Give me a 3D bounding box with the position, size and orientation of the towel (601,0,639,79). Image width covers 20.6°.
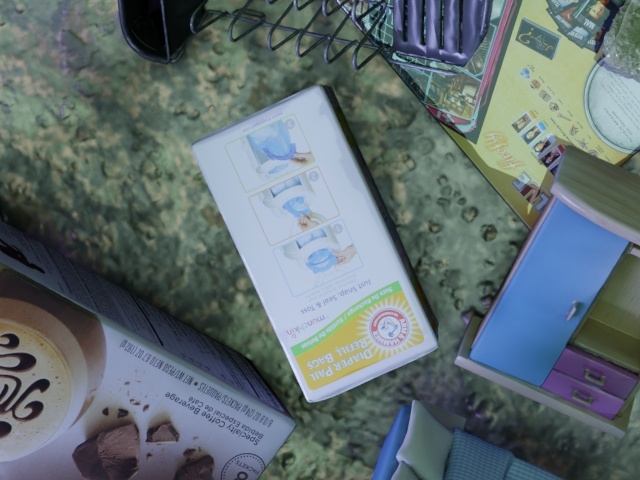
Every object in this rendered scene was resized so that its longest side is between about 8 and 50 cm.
[{"bbox_3d":[0.270,-0.163,1.256,0.110,0.027,0.148,31,73,-9],"label":"towel"}]

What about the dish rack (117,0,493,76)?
[{"bbox_3d":[-0.013,-0.209,1.208,0.271,0.074,0.208,14,129,22],"label":"dish rack"}]

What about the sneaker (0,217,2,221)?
[{"bbox_3d":[-0.376,0.070,1.296,0.314,0.136,0.116,-44,91,7],"label":"sneaker"}]

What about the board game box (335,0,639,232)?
[{"bbox_3d":[0.140,-0.147,1.287,0.165,0.042,0.243,-40,92,6],"label":"board game box"}]

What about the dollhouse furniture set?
[{"bbox_3d":[0.199,0.142,1.155,0.286,0.303,0.198,24,135,1],"label":"dollhouse furniture set"}]

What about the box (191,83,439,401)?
[{"bbox_3d":[0.000,0.000,1.274,0.103,0.114,0.203,-24,92,5],"label":"box"}]

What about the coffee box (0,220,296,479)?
[{"bbox_3d":[-0.189,0.110,1.236,0.297,0.119,0.168,32,97,-29],"label":"coffee box"}]
